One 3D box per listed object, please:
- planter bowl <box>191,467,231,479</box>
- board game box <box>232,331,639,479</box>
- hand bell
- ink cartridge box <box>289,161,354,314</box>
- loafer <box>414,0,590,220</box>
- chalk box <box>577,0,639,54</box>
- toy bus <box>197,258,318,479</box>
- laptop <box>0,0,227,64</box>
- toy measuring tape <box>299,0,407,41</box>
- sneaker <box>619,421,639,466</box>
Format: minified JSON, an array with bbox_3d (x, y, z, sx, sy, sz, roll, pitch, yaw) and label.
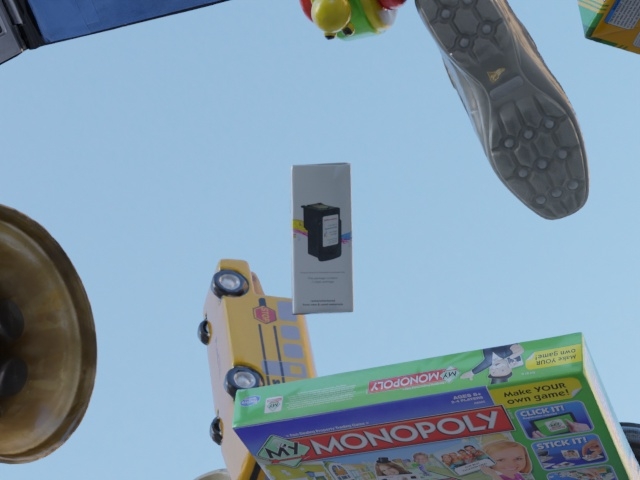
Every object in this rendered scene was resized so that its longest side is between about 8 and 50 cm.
[{"bbox_3d":[-0.131,0.372,1.964,0.162,0.162,0.109,-26,-71,-10],"label":"planter bowl"},{"bbox_3d":[0.108,0.187,1.334,0.317,0.046,0.213,-12,-44,20],"label":"board game box"},{"bbox_3d":[-0.246,0.070,0.758,0.242,0.126,0.126,-16,-34,31],"label":"hand bell"},{"bbox_3d":[0.000,0.000,1.756,0.072,0.127,0.175,-1,-94,-1],"label":"ink cartridge box"},{"bbox_3d":[0.201,-0.169,1.596,0.112,0.111,0.319,-23,-70,15],"label":"loafer"},{"bbox_3d":[0.428,-0.380,1.862,0.179,0.289,0.180,14,-49,-14],"label":"chalk box"},{"bbox_3d":[-0.078,0.173,1.933,0.130,0.332,0.108,5,-49,-16],"label":"toy bus"},{"bbox_3d":[-0.324,-0.301,1.234,0.408,0.236,0.382,-33,-64,-26],"label":"laptop"},{"bbox_3d":[0.051,-0.307,1.621,0.121,0.330,0.121,9,-51,11],"label":"toy measuring tape"},{"bbox_3d":[0.418,0.363,1.522,0.185,0.483,0.202,-44,-32,6],"label":"sneaker"}]
